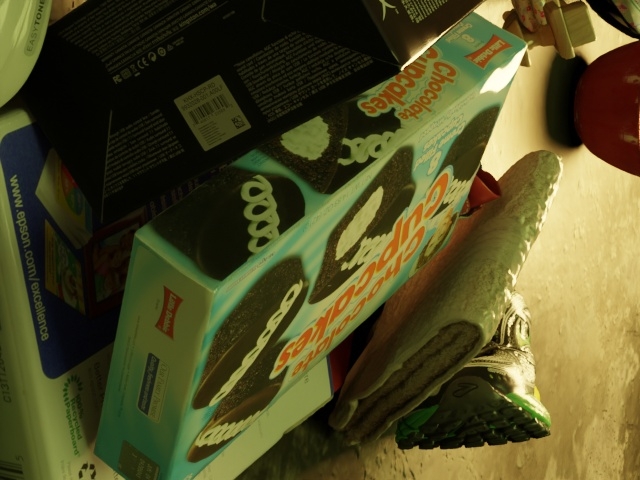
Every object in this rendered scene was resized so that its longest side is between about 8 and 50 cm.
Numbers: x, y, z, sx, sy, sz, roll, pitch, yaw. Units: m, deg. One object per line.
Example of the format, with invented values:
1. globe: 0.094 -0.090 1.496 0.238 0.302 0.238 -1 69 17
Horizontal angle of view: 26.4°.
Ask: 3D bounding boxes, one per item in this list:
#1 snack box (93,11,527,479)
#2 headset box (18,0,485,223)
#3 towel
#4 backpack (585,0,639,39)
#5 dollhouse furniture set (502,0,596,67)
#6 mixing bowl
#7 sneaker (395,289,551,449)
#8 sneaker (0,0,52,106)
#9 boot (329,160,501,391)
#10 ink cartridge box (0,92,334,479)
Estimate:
1. snack box: 0.000 0.000 0.827 0.322 0.060 0.187 -40 157 -42
2. headset box: -0.002 -0.147 0.781 0.110 0.218 0.293 59 38 -10
3. towel: 0.094 0.053 1.106 0.187 0.049 0.282 -61 -174 -34
4. backpack: 0.372 -0.323 1.578 0.182 0.115 0.152 48 55 -22
5. dollhouse furniture set: 0.113 -0.311 1.241 0.355 0.174 0.303 -88 159 -71
6. mixing bowl: 0.370 -0.164 1.662 0.181 0.098 0.181 -20 114 -59
7. sneaker: 0.132 0.107 1.238 0.343 0.134 0.146 -19 101 -83
8. sneaker: -0.188 -0.213 0.643 0.152 0.114 0.305 3 92 -59
9. boot: 0.050 0.010 1.046 0.088 0.176 0.244 -10 104 -60
10. ink cartridge box: -0.108 0.031 0.883 0.307 0.072 0.303 -36 123 -55
